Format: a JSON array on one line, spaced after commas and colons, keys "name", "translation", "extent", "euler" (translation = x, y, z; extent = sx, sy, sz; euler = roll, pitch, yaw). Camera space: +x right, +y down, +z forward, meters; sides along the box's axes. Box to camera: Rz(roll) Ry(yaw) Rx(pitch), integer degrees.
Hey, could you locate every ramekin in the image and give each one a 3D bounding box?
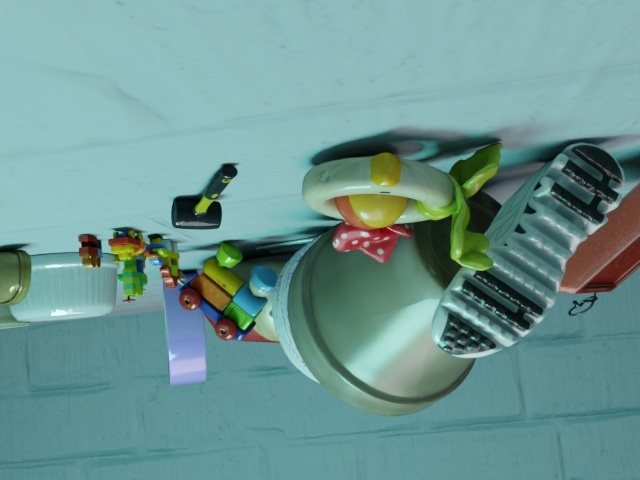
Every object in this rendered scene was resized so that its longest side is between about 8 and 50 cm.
[{"name": "ramekin", "translation": [-0.481, 0.091, 1.287], "extent": [0.207, 0.109, 0.207], "euler": [-6, 172, -1]}]

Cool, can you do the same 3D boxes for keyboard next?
[{"name": "keyboard", "translation": [0.000, 0.000, 1.352], "extent": [0.256, 0.014, 0.072], "euler": [-9, 166, 21]}]

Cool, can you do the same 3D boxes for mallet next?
[{"name": "mallet", "translation": [-0.139, -0.050, 0.800], "extent": [0.062, 0.039, 0.189], "euler": [-1, 167, -15]}]

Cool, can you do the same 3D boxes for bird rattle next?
[{"name": "bird rattle", "translation": [0.073, -0.054, 0.767], "extent": [0.207, 0.143, 0.253], "euler": [18, 171, -43]}]

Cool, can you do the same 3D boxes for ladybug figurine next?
[{"name": "ladybug figurine", "translation": [-0.122, 0.144, 1.521], "extent": [0.305, 0.162, 0.449], "euler": [8, 170, -21]}]

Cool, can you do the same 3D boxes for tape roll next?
[{"name": "tape roll", "translation": [-0.340, 0.218, 1.710], "extent": [0.090, 0.275, 0.275], "euler": [-3, 172, -13]}]

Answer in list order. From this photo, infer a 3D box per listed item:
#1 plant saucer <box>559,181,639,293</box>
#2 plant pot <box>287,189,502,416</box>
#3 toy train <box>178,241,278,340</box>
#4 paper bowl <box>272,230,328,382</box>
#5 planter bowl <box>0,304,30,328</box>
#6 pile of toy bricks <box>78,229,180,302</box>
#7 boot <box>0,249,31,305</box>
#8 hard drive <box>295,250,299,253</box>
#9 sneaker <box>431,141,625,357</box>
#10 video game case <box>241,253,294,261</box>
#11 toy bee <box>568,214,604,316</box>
[{"name": "plant saucer", "translation": [0.438, -0.010, 0.948], "extent": [0.259, 0.048, 0.258], "euler": [-48, 152, 24]}, {"name": "plant pot", "translation": [0.148, 0.064, 1.009], "extent": [0.323, 0.323, 0.280], "euler": [-2, 154, -27]}, {"name": "toy train", "translation": [-0.202, 0.058, 1.283], "extent": [0.143, 0.248, 0.105], "euler": [-52, 175, 24]}, {"name": "paper bowl", "translation": [0.049, 0.128, 1.256], "extent": [0.284, 0.284, 0.148], "euler": [-2, 164, -23]}, {"name": "planter bowl", "translation": [-0.666, 0.121, 1.366], "extent": [0.162, 0.109, 0.162], "euler": [-5, 172, -1]}, {"name": "pile of toy bricks", "translation": [-0.307, 0.049, 1.118], "extent": [0.118, 0.105, 0.212], "euler": [-7, 172, 8]}, {"name": "boot", "translation": [-0.618, 0.061, 1.050], "extent": [0.236, 0.089, 0.269], "euler": [-13, 169, 40]}, {"name": "hard drive", "translation": [0.135, 0.017, 1.457], "extent": [0.318, 0.040, 0.210], "euler": [-9, 172, 23]}, {"name": "sneaker", "translation": [0.236, 0.015, 0.822], "extent": [0.110, 0.292, 0.118], "euler": [39, 180, -8]}, {"name": "video game case", "translation": [-0.111, 0.054, 1.625], "extent": [0.157, 0.019, 0.143], "euler": [-9, 171, 24]}, {"name": "toy bee", "translation": [0.551, -0.015, 1.256], "extent": [0.298, 0.162, 0.195], "euler": [-30, 177, -31]}]
